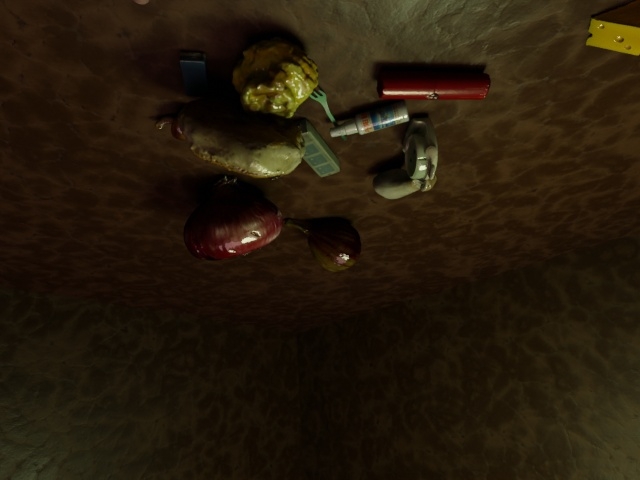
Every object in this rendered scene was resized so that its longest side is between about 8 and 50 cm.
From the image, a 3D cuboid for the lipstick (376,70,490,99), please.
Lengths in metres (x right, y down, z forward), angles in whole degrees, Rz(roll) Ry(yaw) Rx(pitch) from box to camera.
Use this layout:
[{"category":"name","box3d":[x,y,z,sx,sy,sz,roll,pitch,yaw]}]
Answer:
[{"category":"lipstick","box3d":[0.284,-0.388,1.138,0.280,0.073,0.073,-2,156,-8]}]

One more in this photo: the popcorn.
[{"category":"popcorn","box3d":[-0.100,-0.361,1.036,0.198,0.155,0.197,-14,164,-4]}]

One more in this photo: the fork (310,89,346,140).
[{"category":"fork","box3d":[0.026,-0.345,1.250,0.039,0.021,0.235,-9,157,20]}]

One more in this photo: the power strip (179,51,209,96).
[{"category":"power strip","box3d":[-0.297,-0.391,1.075,0.056,0.032,0.123,0,156,-9]}]

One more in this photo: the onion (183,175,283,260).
[{"category":"onion","box3d":[-0.305,-0.081,1.538,0.349,0.285,0.347,-9,-165,2]}]

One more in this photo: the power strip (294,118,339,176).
[{"category":"power strip","box3d":[-0.019,-0.270,1.366,0.078,0.052,0.272,-15,154,20]}]

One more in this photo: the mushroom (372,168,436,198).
[{"category":"mushroom","box3d":[0.264,-0.189,1.459,0.093,0.116,0.225,51,160,-21]}]

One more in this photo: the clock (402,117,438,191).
[{"category":"clock","box3d":[0.289,-0.244,1.309,0.062,0.190,0.151,-3,155,-6]}]

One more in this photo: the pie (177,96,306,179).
[{"category":"pie","box3d":[-0.179,-0.264,1.093,0.316,0.315,0.092,5,127,-21]}]

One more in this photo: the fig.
[{"category":"fig","box3d":[0.000,0.000,1.829,0.321,0.216,0.217,23,149,-12]}]

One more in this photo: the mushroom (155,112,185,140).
[{"category":"mushroom","box3d":[-0.377,-0.304,1.210,0.130,0.072,0.088,-8,-174,14]}]

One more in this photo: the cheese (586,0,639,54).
[{"category":"cheese","box3d":[0.700,-0.474,1.018,0.171,0.126,0.093,6,167,24]}]

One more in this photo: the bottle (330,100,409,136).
[{"category":"bottle","box3d":[0.133,-0.326,1.250,0.218,0.060,0.060,-14,154,14]}]

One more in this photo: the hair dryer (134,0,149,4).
[{"category":"hair dryer","box3d":[-0.373,-0.493,0.840,0.115,0.037,0.063,16,151,-23]}]
